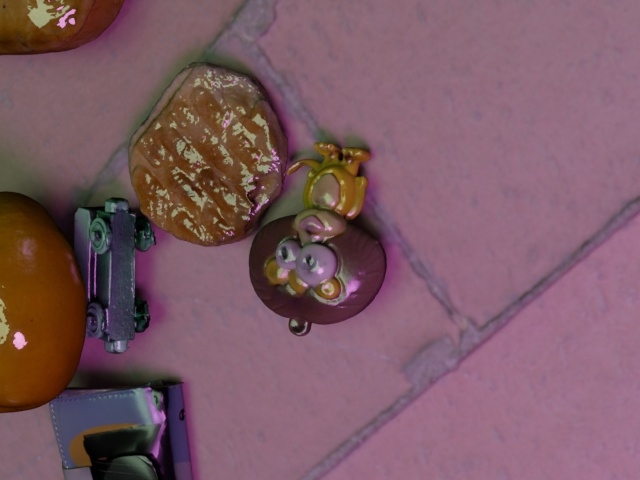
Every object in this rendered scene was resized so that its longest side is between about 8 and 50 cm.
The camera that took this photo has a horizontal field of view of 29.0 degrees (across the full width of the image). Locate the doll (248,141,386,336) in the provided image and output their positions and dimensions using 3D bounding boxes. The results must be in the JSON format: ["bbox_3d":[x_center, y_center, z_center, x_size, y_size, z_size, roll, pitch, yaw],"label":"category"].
[{"bbox_3d":[-0.008,-0.002,1.230,0.145,0.096,0.188,-13,81,20],"label":"doll"}]

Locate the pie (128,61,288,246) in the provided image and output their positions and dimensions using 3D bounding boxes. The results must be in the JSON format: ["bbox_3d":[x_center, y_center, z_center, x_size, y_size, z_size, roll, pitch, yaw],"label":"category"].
[{"bbox_3d":[-0.116,-0.085,1.297,0.195,0.046,0.195,3,97,28],"label":"pie"}]

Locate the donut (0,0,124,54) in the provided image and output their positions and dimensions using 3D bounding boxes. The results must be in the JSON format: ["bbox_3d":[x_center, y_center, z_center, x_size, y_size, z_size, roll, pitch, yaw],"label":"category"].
[{"bbox_3d":[-0.330,-0.301,1.329,0.261,0.128,0.208,8,99,26],"label":"donut"}]

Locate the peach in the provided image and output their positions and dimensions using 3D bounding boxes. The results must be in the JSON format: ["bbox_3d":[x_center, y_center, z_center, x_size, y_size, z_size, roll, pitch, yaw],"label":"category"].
[{"bbox_3d":[-0.345,0.068,1.341,0.251,0.153,0.251,14,107,53],"label":"peach"}]

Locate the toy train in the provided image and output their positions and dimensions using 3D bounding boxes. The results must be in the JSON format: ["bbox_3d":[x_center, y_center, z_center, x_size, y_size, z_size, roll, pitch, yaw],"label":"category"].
[{"bbox_3d":[-0.232,0.036,1.353,0.099,0.070,0.172,14,104,52],"label":"toy train"}]

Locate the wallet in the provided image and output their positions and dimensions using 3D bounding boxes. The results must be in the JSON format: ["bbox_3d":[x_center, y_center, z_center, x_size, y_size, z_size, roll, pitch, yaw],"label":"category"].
[{"bbox_3d":[-0.217,0.272,1.383,0.170,0.069,0.231,-6,95,22],"label":"wallet"}]
